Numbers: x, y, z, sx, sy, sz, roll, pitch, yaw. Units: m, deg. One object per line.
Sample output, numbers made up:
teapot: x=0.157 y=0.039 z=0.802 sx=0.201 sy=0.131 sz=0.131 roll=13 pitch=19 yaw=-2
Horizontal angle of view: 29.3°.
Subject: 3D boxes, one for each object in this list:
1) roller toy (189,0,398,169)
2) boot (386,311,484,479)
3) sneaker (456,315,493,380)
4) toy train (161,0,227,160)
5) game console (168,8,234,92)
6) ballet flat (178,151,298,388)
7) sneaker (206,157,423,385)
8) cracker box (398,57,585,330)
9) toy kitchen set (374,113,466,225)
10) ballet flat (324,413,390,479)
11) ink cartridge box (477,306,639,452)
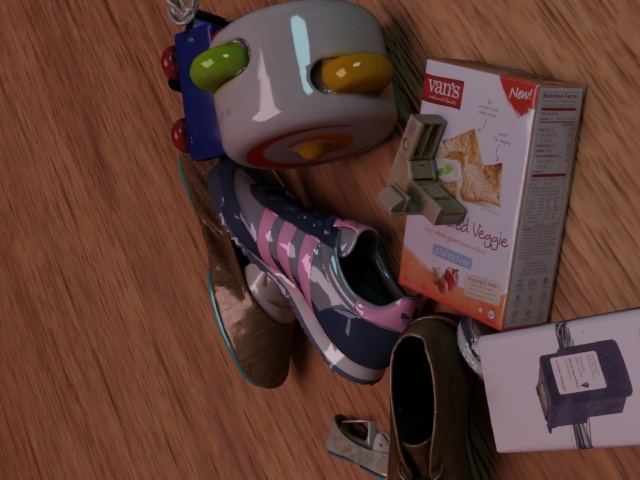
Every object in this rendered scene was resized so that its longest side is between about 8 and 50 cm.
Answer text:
roller toy: x=-0.016 y=-0.156 z=1.301 sx=0.209 sy=0.191 sz=0.146 roll=-13 pitch=79 yaw=12
boot: x=0.103 y=0.230 z=1.213 sx=0.112 sy=0.115 sz=0.305 roll=-2 pitch=94 yaw=21
sneaker: x=0.184 y=0.118 z=1.174 sx=0.058 sy=0.052 sz=0.135 roll=-51 pitch=60 yaw=31
toy train: x=-0.106 y=-0.221 z=1.454 sx=0.105 sy=0.143 sz=0.248 roll=-10 pitch=88 yaw=40
game console: x=-0.128 y=-0.214 z=1.555 sx=0.107 sy=0.071 sz=0.122 roll=54 pitch=134 yaw=37
ballet flat: x=-0.079 y=0.004 z=1.497 sx=0.124 sy=0.116 sz=0.342 roll=-31 pitch=63 yaw=31
sneaker: x=0.000 y=0.000 z=1.356 sx=0.319 sy=0.112 sz=0.131 roll=50 pitch=125 yaw=20
cracker box: x=0.158 y=-0.048 z=1.170 sx=0.155 sy=0.067 sz=0.232 roll=24 pitch=112 yaw=52
toy kitchen set: x=0.093 y=-0.065 z=1.143 sx=0.083 sy=0.068 sz=0.075 roll=49 pitch=131 yaw=42
ballet flat: x=0.058 y=0.228 z=1.350 sx=0.168 sy=0.057 sz=0.052 roll=11 pitch=93 yaw=53
ink cartridge box: x=0.265 y=0.099 z=0.942 sx=0.237 sy=0.172 sz=0.100 roll=-17 pitch=79 yaw=54
